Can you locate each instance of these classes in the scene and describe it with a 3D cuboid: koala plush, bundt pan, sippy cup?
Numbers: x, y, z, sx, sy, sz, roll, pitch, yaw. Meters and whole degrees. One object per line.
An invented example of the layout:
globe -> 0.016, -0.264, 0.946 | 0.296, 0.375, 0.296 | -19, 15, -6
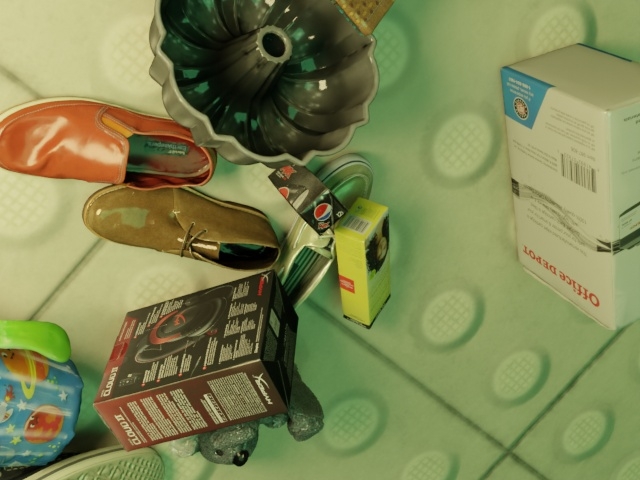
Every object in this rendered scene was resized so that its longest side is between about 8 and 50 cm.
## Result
koala plush -> -0.141, 0.297, 1.465 | 0.196, 0.203, 0.221 | 3, 134, -37
bundt pan -> -0.088, -0.244, 1.180 | 0.331, 0.124, 0.331 | 8, 73, -28
sippy cup -> -0.481, 0.230, 1.254 | 0.224, 0.305, 0.240 | 23, 73, -41

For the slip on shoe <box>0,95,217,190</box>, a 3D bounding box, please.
slip on shoe -> -0.301, -0.129, 1.221 | 0.331, 0.101, 0.123 | 4, 113, -23

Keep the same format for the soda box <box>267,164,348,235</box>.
soda box -> -0.022, -0.072, 1.322 | 0.060, 0.169, 0.053 | -42, 120, 0

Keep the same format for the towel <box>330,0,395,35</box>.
towel -> 0.079, -0.503, 1.171 | 0.271, 0.040, 0.370 | 42, 76, -28

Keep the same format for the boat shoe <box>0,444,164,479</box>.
boat shoe -> -0.483, 0.425, 1.366 | 0.500, 0.156, 0.187 | -14, 119, -36

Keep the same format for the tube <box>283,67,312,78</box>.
tube -> -0.060, -0.232, 1.302 | 0.240, 0.062, 0.070 | 2, 148, -27

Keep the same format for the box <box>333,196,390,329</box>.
box -> 0.072, 0.042, 1.416 | 0.087, 0.058, 0.232 | -54, 154, -31

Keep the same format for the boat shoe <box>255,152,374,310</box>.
boat shoe -> 0.000, 0.000, 1.409 | 0.109, 0.094, 0.302 | 27, 101, -30

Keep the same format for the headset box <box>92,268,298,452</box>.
headset box -> -0.192, 0.181, 1.300 | 0.293, 0.218, 0.110 | -17, 121, 13

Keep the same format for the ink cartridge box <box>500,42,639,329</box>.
ink cartridge box -> 0.457, -0.095, 1.443 | 0.166, 0.285, 0.395 | -20, 120, -14

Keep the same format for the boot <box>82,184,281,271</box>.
boot -> -0.202, -0.017, 1.307 | 0.305, 0.115, 0.112 | 9, 112, -25
